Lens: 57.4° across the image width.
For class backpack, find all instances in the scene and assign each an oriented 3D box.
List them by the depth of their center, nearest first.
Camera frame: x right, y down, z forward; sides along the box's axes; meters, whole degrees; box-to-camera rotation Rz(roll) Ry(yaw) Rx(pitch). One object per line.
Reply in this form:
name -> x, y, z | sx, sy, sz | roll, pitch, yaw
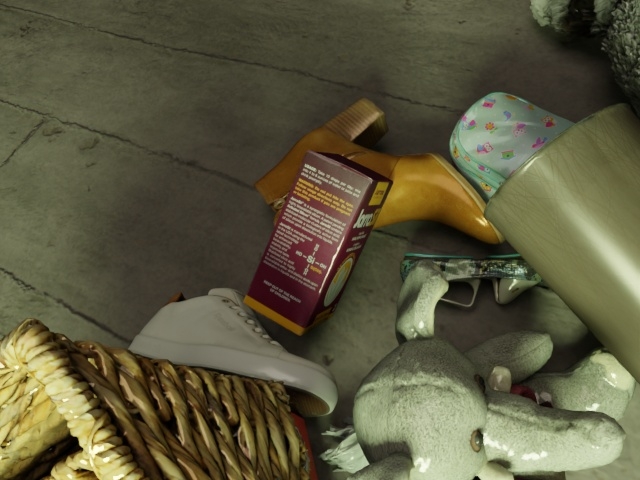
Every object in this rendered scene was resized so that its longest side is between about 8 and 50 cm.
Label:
backpack -> 0.244, -0.092, 0.699 | 0.182, 0.115, 0.152 | 38, 72, 26

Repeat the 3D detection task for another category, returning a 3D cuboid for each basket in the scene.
basket -> -0.171, 0.230, 0.393 | 0.299, 0.223, 0.213 | -37, 50, 24
basket -> 0.276, 0.020, 0.502 | 0.154, 0.204, 0.227 | -42, 71, 23

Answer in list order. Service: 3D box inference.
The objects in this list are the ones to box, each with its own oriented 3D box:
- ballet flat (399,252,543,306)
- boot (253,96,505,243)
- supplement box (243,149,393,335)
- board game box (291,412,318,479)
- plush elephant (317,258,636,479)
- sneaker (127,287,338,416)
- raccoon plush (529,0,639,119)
ballet flat -> 0.187, 0.045, 0.673 | 0.188, 0.070, 0.070 | -2, 58, 17
boot -> 0.061, -0.035, 0.742 | 0.211, 0.104, 0.295 | -43, 61, 0
supplement box -> 0.000, 0.000, 0.664 | 0.081, 0.104, 0.188 | 28, 103, 16
board game box -> -0.140, 0.328, 0.544 | 0.316, 0.064, 0.242 | -25, 55, 13
plush elephant -> 0.131, 0.168, 0.485 | 0.330, 0.255, 0.272 | 4, 60, 18
sneaker -> -0.093, 0.108, 0.656 | 0.290, 0.106, 0.123 | 7, 55, 36
raccoon plush -> 0.386, -0.171, 0.717 | 0.299, 0.216, 0.446 | -50, 29, -3
